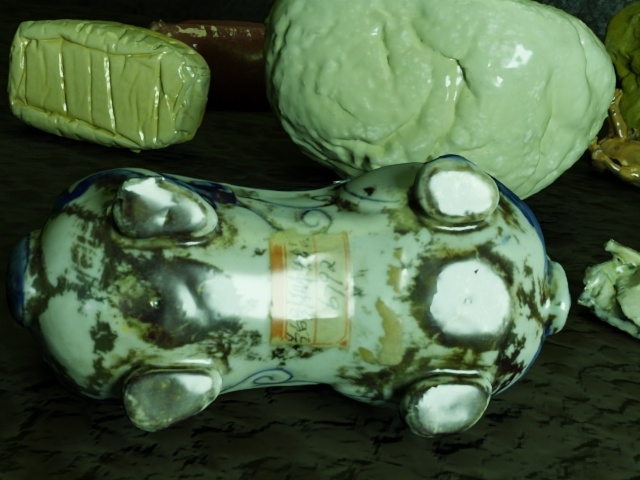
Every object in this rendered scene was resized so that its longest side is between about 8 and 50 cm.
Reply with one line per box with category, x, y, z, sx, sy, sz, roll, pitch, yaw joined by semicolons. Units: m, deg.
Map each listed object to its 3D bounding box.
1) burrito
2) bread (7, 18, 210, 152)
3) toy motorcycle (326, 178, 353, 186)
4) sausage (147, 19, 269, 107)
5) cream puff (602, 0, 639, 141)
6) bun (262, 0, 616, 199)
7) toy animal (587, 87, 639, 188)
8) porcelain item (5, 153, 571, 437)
burrito;0.277;0.061;0.573;0.063;0.058;0.229;-2;22;-40
bread;-0.240;-0.180;0.981;0.236;0.140;0.106;14;15;11
toy motorcycle;0.000;0.000;0.606;0.205;0.076;0.114;-5;8;9
sausage;-0.156;-0.278;1.339;0.255;0.148;0.148;-6;21;-25
cream puff;0.569;-0.226;1.218;0.323;0.269;0.274;4;-2;17
bun;0.112;-0.152;0.888;0.353;0.227;0.349;-1;19;-32
toy animal;0.430;-0.100;1.101;0.116;0.114;0.255;47;0;-33
porcelain item;-0.019;0.026;0.475;0.288;0.137;0.186;-1;2;-11
